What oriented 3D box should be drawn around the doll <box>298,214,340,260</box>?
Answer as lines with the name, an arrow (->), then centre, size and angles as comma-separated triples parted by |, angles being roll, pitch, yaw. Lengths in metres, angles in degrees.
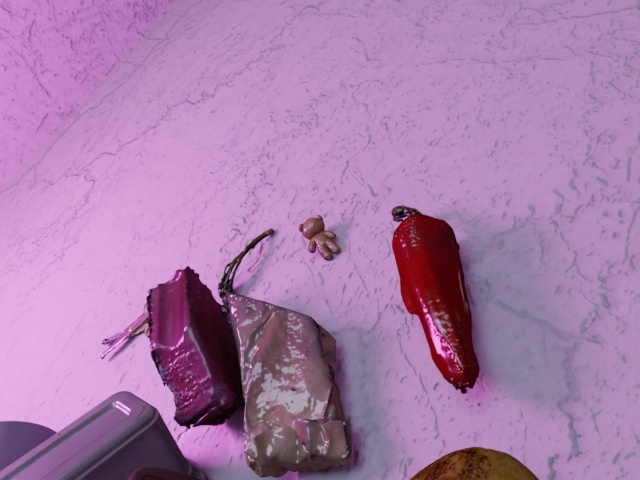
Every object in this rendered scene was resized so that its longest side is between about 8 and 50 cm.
doll -> -0.003, -0.005, 1.172 | 0.061, 0.051, 0.093 | -35, 40, -2

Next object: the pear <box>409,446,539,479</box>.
pear -> 0.158, 0.313, 0.630 | 0.197, 0.197, 0.197 | -22, 43, 23

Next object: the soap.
soap -> -0.210, 0.199, 1.058 | 0.112, 0.182, 0.289 | -35, 35, 9

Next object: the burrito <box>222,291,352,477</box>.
burrito -> -0.051, 0.211, 0.968 | 0.175, 0.107, 0.348 | -10, 46, -8

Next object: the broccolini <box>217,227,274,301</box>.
broccolini -> -0.158, 0.043, 1.258 | 0.054, 0.052, 0.194 | 17, 66, 43

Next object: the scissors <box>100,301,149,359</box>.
scissors -> -0.417, 0.197, 1.355 | 0.187, 0.020, 0.133 | -34, 37, 8

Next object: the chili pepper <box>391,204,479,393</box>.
chili pepper -> 0.172, 0.064, 0.922 | 0.110, 0.110, 0.388 | -25, 43, 20

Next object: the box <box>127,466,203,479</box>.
box -> -0.158, 0.443, 0.710 | 0.301, 0.301, 0.216 | 27, 79, 49

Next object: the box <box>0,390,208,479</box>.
box -> -0.348, 0.381, 0.914 | 0.175, 0.183, 0.312 | 10, 33, 46

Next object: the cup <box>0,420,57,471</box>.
cup -> -0.561, 0.498, 1.046 | 0.205, 0.205, 0.312 | -31, 45, 14
